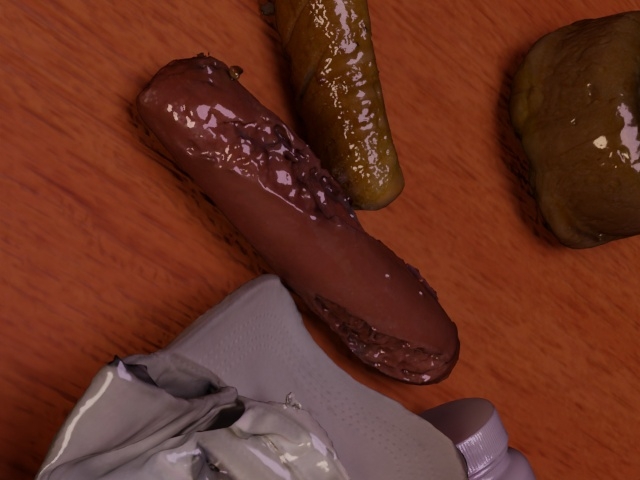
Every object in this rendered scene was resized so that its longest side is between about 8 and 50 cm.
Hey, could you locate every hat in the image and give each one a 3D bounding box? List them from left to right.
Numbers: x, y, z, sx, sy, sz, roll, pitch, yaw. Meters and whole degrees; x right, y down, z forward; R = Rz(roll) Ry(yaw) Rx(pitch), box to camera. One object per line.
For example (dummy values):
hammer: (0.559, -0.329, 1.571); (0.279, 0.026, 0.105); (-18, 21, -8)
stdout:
hat: (-0.045, 0.160, 0.716); (0.258, 0.168, 0.301); (47, 29, -7)

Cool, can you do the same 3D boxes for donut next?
donut: (0.286, -0.108, 1.046); (0.261, 0.128, 0.208); (-23, 97, -43)

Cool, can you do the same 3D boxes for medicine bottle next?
medicine bottle: (0.124, 0.220, 0.856); (0.103, 0.103, 0.186); (-35, 105, -40)

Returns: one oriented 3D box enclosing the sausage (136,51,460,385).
sausage: (0.000, 0.000, 0.805); (0.326, 0.079, 0.087); (47, 14, -24)

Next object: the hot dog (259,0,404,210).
hot dog: (0.004, -0.160, 0.839); (0.061, 0.088, 0.285); (-14, 88, -37)
